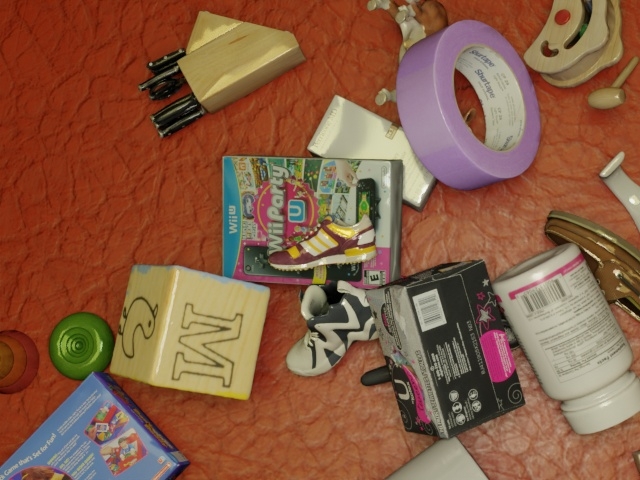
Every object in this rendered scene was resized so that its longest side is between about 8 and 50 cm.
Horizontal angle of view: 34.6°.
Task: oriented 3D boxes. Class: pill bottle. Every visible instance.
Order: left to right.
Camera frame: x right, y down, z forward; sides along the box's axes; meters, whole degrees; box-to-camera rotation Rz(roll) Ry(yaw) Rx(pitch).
[{"bbox_3d":[0.410,0.162,1.684,0.160,0.160,0.283,-27,91,4],"label":"pill bottle"}]

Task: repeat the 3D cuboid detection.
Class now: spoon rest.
[{"bbox_3d":[0.587,-0.038,1.755,0.276,0.084,0.137,44,92,0],"label":"spoon rest"}]

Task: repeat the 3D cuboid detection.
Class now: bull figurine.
[{"bbox_3d":[0.181,-0.299,1.817,0.101,0.188,0.310,-22,68,37],"label":"bull figurine"}]

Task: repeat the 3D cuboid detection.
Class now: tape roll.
[{"bbox_3d":[0.253,-0.227,1.733,0.090,0.275,0.275,-17,76,46],"label":"tape roll"}]

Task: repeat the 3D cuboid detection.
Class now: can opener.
[{"bbox_3d":[0.159,0.222,1.785,0.186,0.059,0.073,-13,80,7],"label":"can opener"}]

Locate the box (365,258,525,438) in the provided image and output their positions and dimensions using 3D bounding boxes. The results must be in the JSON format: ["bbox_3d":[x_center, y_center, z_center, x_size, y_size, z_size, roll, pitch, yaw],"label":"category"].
[{"bbox_3d":[0.197,0.173,1.660,0.163,0.142,0.247,-18,92,-25],"label":"box"}]

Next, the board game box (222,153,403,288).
[{"bbox_3d":[-0.015,-0.035,1.790,0.303,0.097,0.224,3,98,18],"label":"board game box"}]

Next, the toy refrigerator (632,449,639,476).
[{"bbox_3d":[0.601,0.461,1.656,0.102,0.094,0.269,-18,78,7],"label":"toy refrigerator"}]

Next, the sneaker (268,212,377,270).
[{"bbox_3d":[0.000,0.000,1.707,0.185,0.069,0.084,-8,98,9],"label":"sneaker"}]

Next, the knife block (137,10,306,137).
[{"bbox_3d":[-0.190,-0.289,1.909,0.276,0.088,0.242,16,85,11],"label":"knife block"}]

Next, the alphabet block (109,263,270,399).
[{"bbox_3d":[-0.223,0.155,1.759,0.193,0.192,0.197,15,81,-30],"label":"alphabet block"}]

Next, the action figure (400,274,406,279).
[{"bbox_3d":[0.116,0.072,1.832,0.115,0.030,0.038,12,79,9],"label":"action figure"}]

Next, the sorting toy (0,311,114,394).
[{"bbox_3d":[-0.477,0.193,1.862,0.365,0.126,0.127,-12,79,8],"label":"sorting toy"}]

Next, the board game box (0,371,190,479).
[{"bbox_3d":[-0.439,0.440,1.840,0.347,0.078,0.233,-45,77,0],"label":"board game box"}]

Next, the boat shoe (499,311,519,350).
[{"bbox_3d":[0.255,0.130,1.780,0.206,0.065,0.075,23,86,12],"label":"boat shoe"}]

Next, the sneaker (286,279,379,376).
[{"bbox_3d":[-0.007,0.139,1.746,0.235,0.153,0.094,-29,40,36],"label":"sneaker"}]

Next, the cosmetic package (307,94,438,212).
[{"bbox_3d":[0.104,-0.155,1.841,0.231,0.085,0.117,27,87,11],"label":"cosmetic package"}]

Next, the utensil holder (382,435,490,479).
[{"bbox_3d":[0.149,0.537,1.609,0.385,0.327,0.327,-37,77,-1],"label":"utensil holder"}]

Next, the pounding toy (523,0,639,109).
[{"bbox_3d":[0.462,-0.345,1.819,0.154,0.155,0.269,-10,68,37],"label":"pounding toy"}]

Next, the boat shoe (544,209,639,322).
[{"bbox_3d":[0.498,0.063,1.726,0.307,0.111,0.104,33,87,13],"label":"boat shoe"}]
